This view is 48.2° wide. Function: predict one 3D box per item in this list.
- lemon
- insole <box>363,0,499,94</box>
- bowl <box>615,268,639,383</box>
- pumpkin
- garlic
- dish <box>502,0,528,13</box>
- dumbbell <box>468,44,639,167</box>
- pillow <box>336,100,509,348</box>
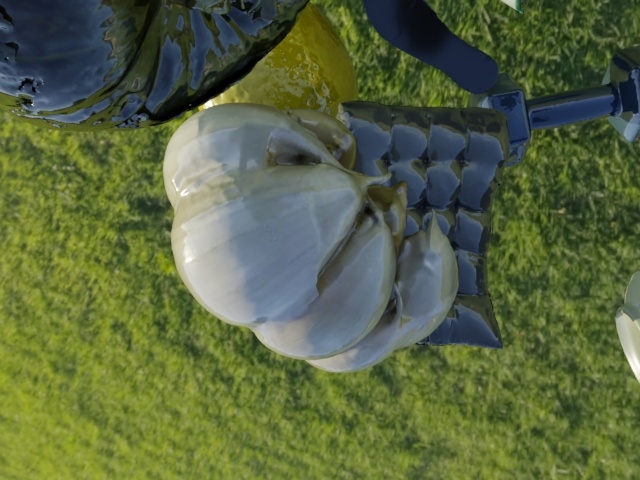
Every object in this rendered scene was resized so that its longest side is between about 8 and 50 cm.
[{"bbox_3d":[-0.089,-0.297,1.330,0.336,0.336,0.336,11,141,9],"label":"lemon"},{"bbox_3d":[0.172,-0.318,1.127,0.253,0.005,0.086,36,99,-6],"label":"insole"},{"bbox_3d":[0.456,0.123,0.890,0.126,0.238,0.238,-20,133,5],"label":"bowl"},{"bbox_3d":[-0.087,-0.161,0.333,0.159,0.238,0.238,34,146,18],"label":"pumpkin"},{"bbox_3d":[-0.011,0.005,0.592,0.203,0.185,0.281,-28,105,45],"label":"garlic"},{"bbox_3d":[0.204,-0.367,0.764,0.078,0.224,0.246,16,137,17],"label":"dish"},{"bbox_3d":[0.418,-0.224,1.206,0.324,0.144,0.160,-11,96,0],"label":"dumbbell"},{"bbox_3d":[0.126,-0.012,0.931,0.228,0.326,0.101,1,-176,-13],"label":"pillow"}]
